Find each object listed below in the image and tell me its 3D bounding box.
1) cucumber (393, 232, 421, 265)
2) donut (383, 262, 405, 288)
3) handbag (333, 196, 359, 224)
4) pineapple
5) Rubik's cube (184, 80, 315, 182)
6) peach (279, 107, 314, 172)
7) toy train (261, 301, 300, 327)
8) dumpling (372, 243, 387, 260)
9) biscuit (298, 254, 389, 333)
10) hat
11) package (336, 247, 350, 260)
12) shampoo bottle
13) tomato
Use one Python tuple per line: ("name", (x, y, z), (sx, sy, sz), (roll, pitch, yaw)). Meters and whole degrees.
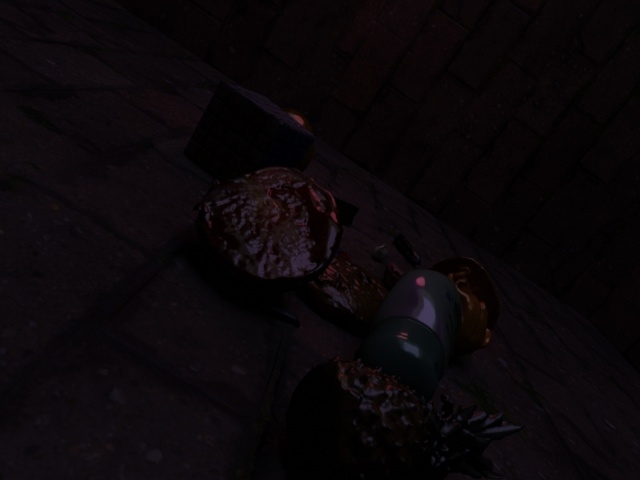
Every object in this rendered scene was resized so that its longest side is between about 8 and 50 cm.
("cucumber", (0.327, 0.036, 1.961), (0.053, 0.053, 0.181), (23, 21, -34))
("donut", (0.251, 0.136, 1.505), (0.166, 0.065, 0.117), (34, 15, 1))
("handbag", (0.051, -0.118, 1.848), (0.115, 0.072, 0.139), (18, 10, -41))
("pineapple", (0.127, 0.274, 0.720), (0.364, 0.165, 0.165), (27, 18, -32))
("Rubik's cube", (-0.197, -0.278, 1.499), (0.238, 0.237, 0.237), (39, 15, 15))
("peach", (-0.138, -0.312, 1.698), (0.251, 0.251, 0.153), (33, 41, -4))
("toy train", (-0.069, 0.137, 0.966), (0.083, 0.017, 0.017), (29, 18, -21))
("dumpling", (0.196, 0.035, 1.690), (0.077, 0.059, 0.043), (17, 15, -42))
("biscuit", (0.057, 0.104, 1.202), (0.296, 0.075, 0.296), (31, 17, -10))
("hat", (0.327, 0.201, 1.271), (0.233, 0.244, 0.233), (28, 30, 4))
("package", (0.000, 0.000, 1.472), (0.200, 0.022, 0.083), (38, 17, 8))
("shampoo bottle", (0.169, 0.190, 0.983), (0.151, 0.222, 0.349), (5, 17, 23))
("tomato", (-0.096, 0.002, 1.035), (0.309, 0.170, 0.309), (6, 49, -7))
